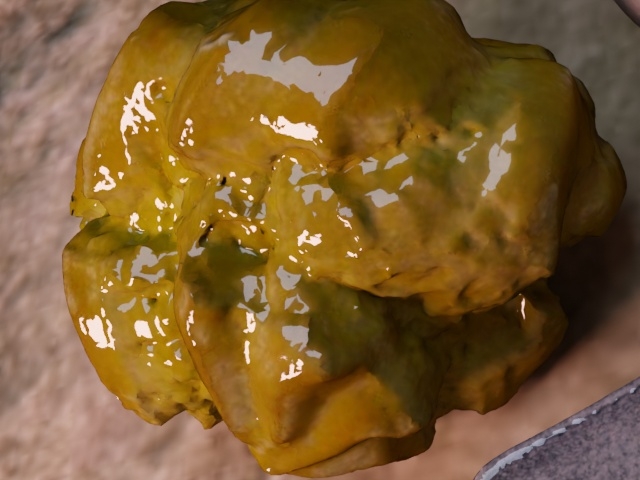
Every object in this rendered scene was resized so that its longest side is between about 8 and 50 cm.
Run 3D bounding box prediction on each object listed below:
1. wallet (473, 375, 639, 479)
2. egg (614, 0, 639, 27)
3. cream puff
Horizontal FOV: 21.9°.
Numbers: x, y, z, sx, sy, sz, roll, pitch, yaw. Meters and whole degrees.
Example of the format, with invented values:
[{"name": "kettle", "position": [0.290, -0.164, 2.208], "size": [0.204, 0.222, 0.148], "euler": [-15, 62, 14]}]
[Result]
[{"name": "wallet", "position": [0.167, 0.089, 0.534], "size": [0.222, 0.036, 0.167], "euler": [-33, 46, 9]}, {"name": "egg", "position": [0.186, -0.191, 0.618], "size": [0.196, 0.196, 0.271], "euler": [23, 87, 42]}, {"name": "cream puff", "position": [-0.003, -0.002, 0.624], "size": [0.221, 0.195, 0.194], "euler": [0, 59, 39]}]
